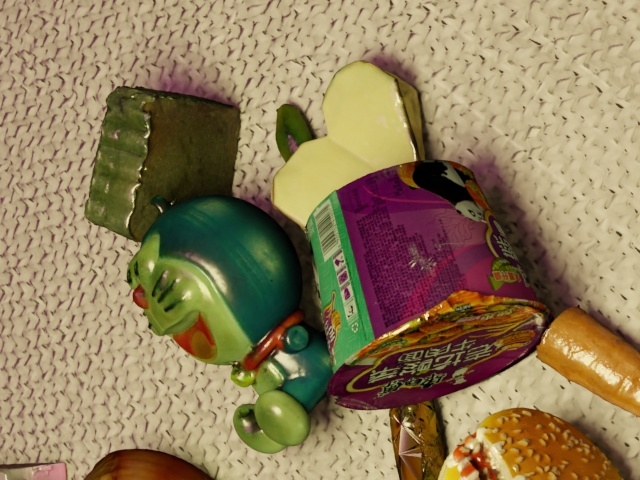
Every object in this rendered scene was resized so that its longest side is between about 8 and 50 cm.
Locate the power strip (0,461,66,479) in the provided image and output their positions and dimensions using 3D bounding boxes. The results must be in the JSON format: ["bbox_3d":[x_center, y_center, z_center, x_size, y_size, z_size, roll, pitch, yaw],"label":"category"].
[{"bbox_3d":[-0.464,0.321,2.311,0.279,0.109,0.037,-7,86,36],"label":"power strip"}]

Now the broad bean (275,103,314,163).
[{"bbox_3d":[0.006,-0.069,2.019,0.069,0.039,0.227,-49,64,15],"label":"broad bean"}]

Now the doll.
[{"bbox_3d":[-0.094,0.079,1.991,0.322,0.186,0.198,54,155,-5],"label":"doll"}]

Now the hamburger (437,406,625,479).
[{"bbox_3d":[0.236,0.311,1.734,0.295,0.227,0.151,59,141,21],"label":"hamburger"}]

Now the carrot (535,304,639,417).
[{"bbox_3d":[0.320,0.150,1.771,0.205,0.072,0.072,37,110,26],"label":"carrot"}]

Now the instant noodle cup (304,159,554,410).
[{"bbox_3d":[0.100,0.042,1.835,0.251,0.251,0.190,-34,62,31],"label":"instant noodle cup"}]

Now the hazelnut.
[{"bbox_3d":[-0.196,0.351,2.081,0.208,0.208,0.208,-1,89,36],"label":"hazelnut"}]

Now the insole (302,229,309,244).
[{"bbox_3d":[0.000,0.000,2.043,0.053,0.002,0.153,-15,80,35],"label":"insole"}]

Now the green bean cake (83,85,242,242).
[{"bbox_3d":[-0.192,-0.090,2.080,0.094,0.173,0.181,16,100,37],"label":"green bean cake"}]

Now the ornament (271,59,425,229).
[{"bbox_3d":[0.053,-0.086,1.951,0.180,0.059,0.201,35,98,25],"label":"ornament"}]

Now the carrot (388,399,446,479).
[{"bbox_3d":[0.123,0.284,1.914,0.069,0.069,0.229,-21,76,34],"label":"carrot"}]
